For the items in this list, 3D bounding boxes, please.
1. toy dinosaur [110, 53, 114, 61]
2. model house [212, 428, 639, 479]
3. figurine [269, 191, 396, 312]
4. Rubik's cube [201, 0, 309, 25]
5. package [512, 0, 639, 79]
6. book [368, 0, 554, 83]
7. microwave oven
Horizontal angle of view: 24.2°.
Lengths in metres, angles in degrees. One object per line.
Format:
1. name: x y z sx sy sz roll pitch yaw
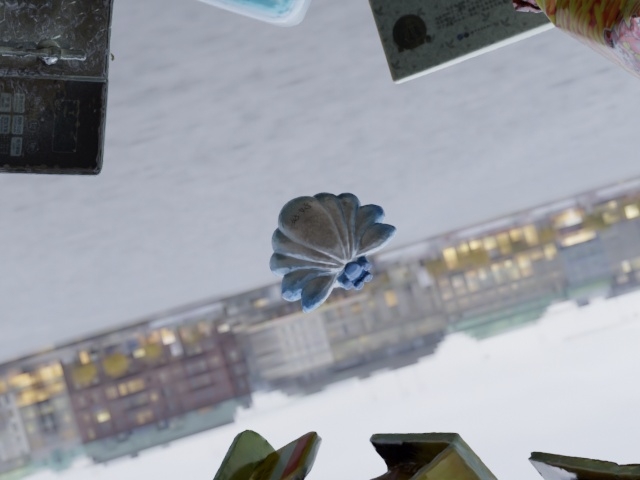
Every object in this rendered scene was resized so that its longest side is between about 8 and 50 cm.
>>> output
1. toy dinosaur: -0.368 -0.284 2.252 0.039 0.126 0.162 -10 170 33
2. model house: 0.139 0.190 0.953 0.323 0.300 0.340 -30 -162 31
3. figurine: 0.000 0.000 1.221 0.114 0.114 0.079 -17 140 32
4. Rubik's cube: -0.126 -0.460 1.736 0.352 0.352 0.347 22 -171 -4
5. package: 0.342 -0.205 1.466 0.223 0.108 0.288 22 -168 -23
6. book: 0.170 -0.443 2.105 0.269 0.389 0.032 -20 170 17
7. microwave oven: -0.340 -0.303 1.405 0.236 0.432 0.374 1 -168 -22
